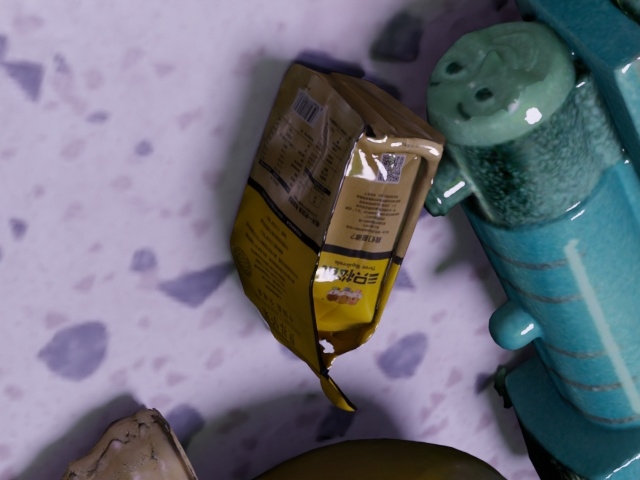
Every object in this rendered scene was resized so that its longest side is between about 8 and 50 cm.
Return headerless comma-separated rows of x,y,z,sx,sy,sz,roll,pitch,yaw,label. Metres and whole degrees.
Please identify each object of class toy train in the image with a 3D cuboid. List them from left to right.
0.150,0.000,0.811,0.194,0.120,0.298,-34,131,-3,toy train

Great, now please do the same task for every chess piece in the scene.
-0.133,0.132,0.760,0.172,0.060,0.060,-25,129,-13,chess piece

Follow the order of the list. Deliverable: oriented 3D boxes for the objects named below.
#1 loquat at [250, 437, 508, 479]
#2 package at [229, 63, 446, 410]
0.010,0.164,0.809,0.195,0.152,0.152,-9,125,-5,loquat
0.000,0.000,0.745,0.047,0.071,0.131,3,118,-35,package
